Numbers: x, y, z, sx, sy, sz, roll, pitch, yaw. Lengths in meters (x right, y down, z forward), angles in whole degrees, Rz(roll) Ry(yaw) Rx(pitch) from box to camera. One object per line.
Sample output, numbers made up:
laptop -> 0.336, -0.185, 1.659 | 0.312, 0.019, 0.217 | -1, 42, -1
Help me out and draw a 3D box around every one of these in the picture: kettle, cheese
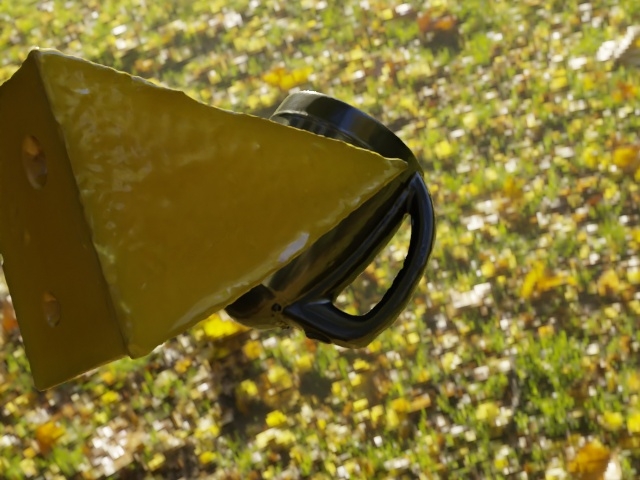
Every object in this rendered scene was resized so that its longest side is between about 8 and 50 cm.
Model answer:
kettle -> -0.010, -0.001, 1.398 | 0.271, 0.251, 0.207 | -56, 5, -18
cheese -> -0.051, -0.016, 0.525 | 0.171, 0.126, 0.093 | -12, -9, -38
